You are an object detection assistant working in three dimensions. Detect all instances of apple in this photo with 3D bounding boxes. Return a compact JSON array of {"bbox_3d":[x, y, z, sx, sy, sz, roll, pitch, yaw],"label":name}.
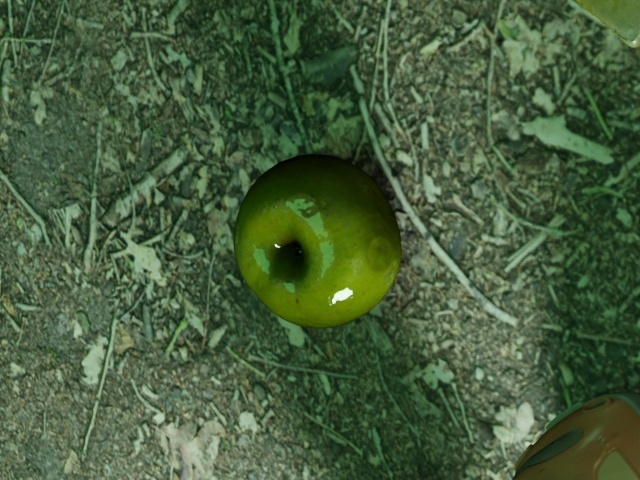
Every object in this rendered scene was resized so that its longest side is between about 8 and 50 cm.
[{"bbox_3d":[0.000,0.000,1.970,0.196,0.157,0.196,11,108,37],"label":"apple"}]

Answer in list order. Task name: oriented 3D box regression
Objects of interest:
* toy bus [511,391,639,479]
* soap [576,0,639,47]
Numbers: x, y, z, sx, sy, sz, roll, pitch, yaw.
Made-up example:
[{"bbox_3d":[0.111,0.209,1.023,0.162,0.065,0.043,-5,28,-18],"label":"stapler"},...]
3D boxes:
[{"bbox_3d":[0.293,0.309,1.755,0.194,0.232,0.288,-43,74,41],"label":"toy bus"},{"bbox_3d":[0.260,-0.351,1.712,0.315,0.091,0.199,46,127,23],"label":"soap"}]
